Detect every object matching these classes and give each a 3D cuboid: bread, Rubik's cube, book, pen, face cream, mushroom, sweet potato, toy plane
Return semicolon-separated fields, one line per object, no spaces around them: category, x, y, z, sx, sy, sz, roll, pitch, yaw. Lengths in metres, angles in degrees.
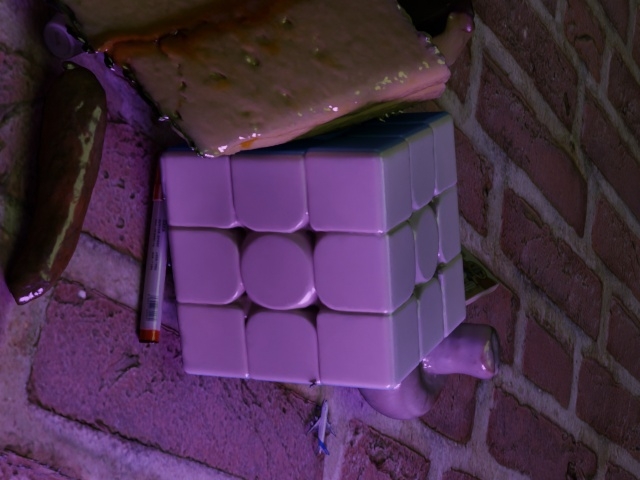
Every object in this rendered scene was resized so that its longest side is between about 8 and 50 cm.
bread;-0.091;-0.245;1.510;0.346;0.405;0.242;62;-9;0
Rubik's cube;0.000;0.000;1.636;0.290;0.291;0.291;-33;120;-64
book;0.145;-0.002;2.010;0.264;0.027;0.202;47;29;14
pen;-0.198;0.007;1.581;0.028;0.028;0.239;21;72;-58
face cream;-0.245;-0.267;1.479;0.182;0.051;0.072;-50;147;-45
mushroom;0.166;0.158;2.015;0.243;0.243;0.243;4;86;-60
sweet potato;-0.281;-0.059;1.404;0.075;0.075;0.273;27;70;-57
toy plane;0.002;0.277;1.923;0.078;0.024;0.084;15;70;-54

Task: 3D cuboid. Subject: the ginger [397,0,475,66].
ginger;0.014;-0.329;1.793;0.413;0.211;0.358;38;46;-13
